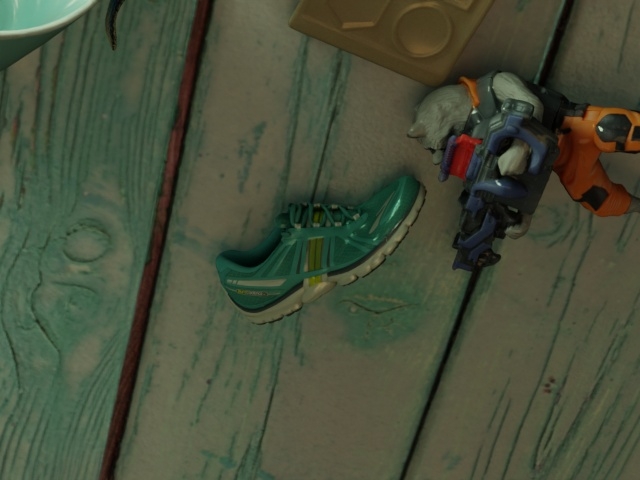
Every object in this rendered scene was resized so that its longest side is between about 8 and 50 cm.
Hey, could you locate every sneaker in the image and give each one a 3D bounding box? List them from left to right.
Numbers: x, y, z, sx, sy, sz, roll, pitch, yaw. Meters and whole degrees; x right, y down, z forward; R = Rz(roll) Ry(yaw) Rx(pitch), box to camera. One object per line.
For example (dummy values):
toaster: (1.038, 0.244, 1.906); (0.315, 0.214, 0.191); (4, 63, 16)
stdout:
sneaker: (0.000, 0.000, 1.887); (0.275, 0.107, 0.110); (-31, 110, 14)

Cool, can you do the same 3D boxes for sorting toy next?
sorting toy: (0.092, -0.278, 1.733); (0.193, 0.038, 0.208); (21, 126, -18)

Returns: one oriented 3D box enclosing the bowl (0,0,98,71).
bowl: (-0.367, -0.278, 1.561); (0.312, 0.311, 0.163); (19, 143, -17)

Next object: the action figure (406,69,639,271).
action figure: (0.254, -0.092, 1.838); (0.330, 0.178, 0.341); (15, 150, -7)

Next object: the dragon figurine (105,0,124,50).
dragon figurine: (-0.101, -0.301, 1.596); (0.144, 0.289, 0.085); (8, 133, 38)
